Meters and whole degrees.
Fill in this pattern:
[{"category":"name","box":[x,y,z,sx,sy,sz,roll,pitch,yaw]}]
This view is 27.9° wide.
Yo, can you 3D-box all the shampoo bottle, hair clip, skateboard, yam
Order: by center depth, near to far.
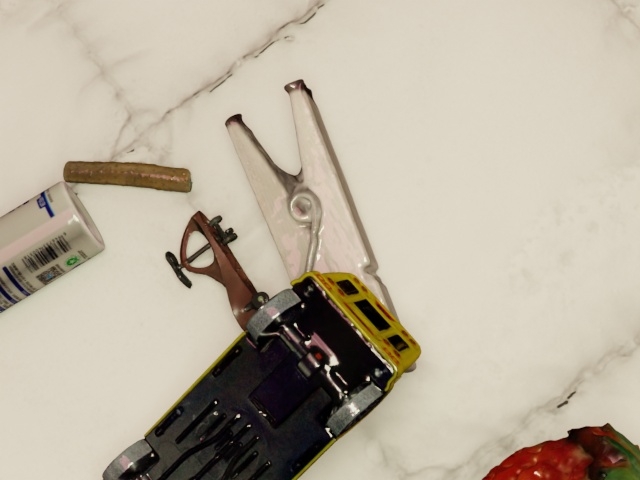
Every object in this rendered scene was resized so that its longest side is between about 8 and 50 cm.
[{"category":"hair clip","box":[0.000,0.000,1.364,0.101,0.085,0.330,-22,75,3]},{"category":"skateboard","box":[-0.108,0.038,1.388,0.080,0.067,0.151,-36,68,7]},{"category":"shampoo bottle","box":[-0.385,0.050,1.399,0.303,0.092,0.092,-31,74,0]},{"category":"yam","box":[-0.214,-0.073,1.438,0.145,0.032,0.032,4,76,9]}]

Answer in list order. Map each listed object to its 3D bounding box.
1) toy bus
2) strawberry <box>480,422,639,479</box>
[{"category":"toy bus","box":[-0.059,0.184,1.261,0.145,0.151,0.331,48,109,11]},{"category":"strawberry","box":[0.243,0.327,1.188,0.238,0.250,0.288,29,106,-17]}]
